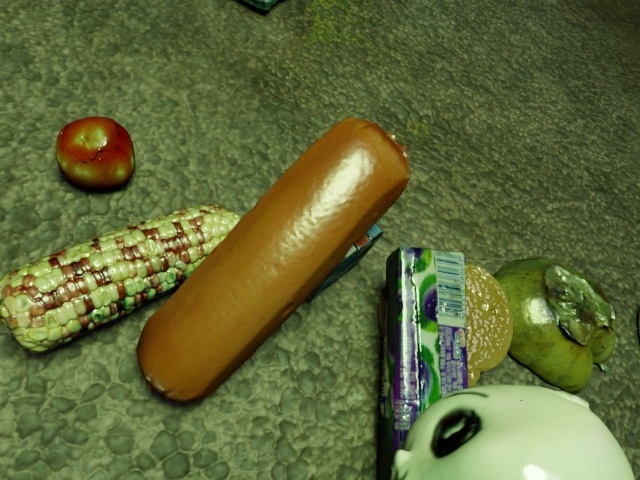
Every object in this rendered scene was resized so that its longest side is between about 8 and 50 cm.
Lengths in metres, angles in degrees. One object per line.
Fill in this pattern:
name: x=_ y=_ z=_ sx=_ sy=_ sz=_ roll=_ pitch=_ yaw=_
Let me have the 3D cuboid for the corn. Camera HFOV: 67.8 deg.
corn: x=-0.187 y=0.023 z=0.489 sx=0.253 sy=0.086 sz=0.086 roll=-28 pitch=74 yaw=-32

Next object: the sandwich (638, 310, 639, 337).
sandwich: x=0.538 y=0.185 z=0.668 sx=0.088 sy=0.090 sz=0.244 roll=-21 pitch=73 yaw=-34

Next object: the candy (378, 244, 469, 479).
candy: x=0.110 y=0.158 z=0.504 sx=0.088 sy=0.061 sz=0.313 roll=10 pitch=70 yaw=-15

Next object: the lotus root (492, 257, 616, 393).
lotus root: x=0.332 y=0.099 z=0.649 sx=0.203 sy=0.078 sz=0.183 roll=28 pitch=56 yaw=-5

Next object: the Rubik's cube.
Rubik's cube: x=0.000 y=0.000 z=0.569 sx=0.092 sy=0.092 sz=0.092 roll=-34 pitch=77 yaw=-33

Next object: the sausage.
sausage: x=-0.045 y=0.018 z=0.460 sx=0.097 sy=0.094 sz=0.348 roll=43 pitch=89 yaw=6

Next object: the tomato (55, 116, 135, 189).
tomato: x=-0.256 y=-0.102 z=0.543 sx=0.087 sy=0.075 sz=0.087 roll=7 pitch=62 yaw=-14

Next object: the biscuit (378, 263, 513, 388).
biscuit: x=0.153 y=0.107 z=0.591 sx=0.170 sy=0.050 sz=0.170 roll=3 pitch=70 yaw=-9

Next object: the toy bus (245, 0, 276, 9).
toy bus: x=-0.071 y=-0.524 z=0.816 sx=0.128 sy=0.147 sz=0.256 roll=30 pitch=54 yaw=0

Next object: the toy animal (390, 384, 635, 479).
toy animal: x=0.130 y=0.227 z=0.318 sx=0.212 sy=0.213 sz=0.267 roll=5 pitch=37 yaw=-18
